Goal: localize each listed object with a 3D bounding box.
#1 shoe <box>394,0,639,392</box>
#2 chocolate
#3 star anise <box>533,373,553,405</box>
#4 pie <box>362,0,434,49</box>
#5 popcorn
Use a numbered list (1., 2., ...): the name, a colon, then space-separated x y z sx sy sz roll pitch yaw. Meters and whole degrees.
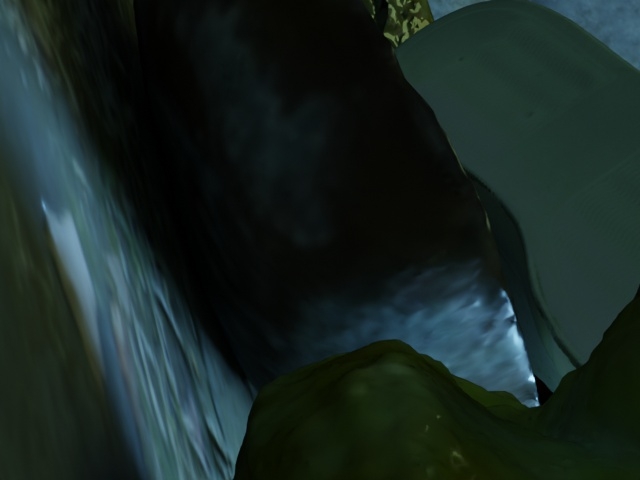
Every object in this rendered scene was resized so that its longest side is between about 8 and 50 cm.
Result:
1. shoe: 0.105 0.018 0.625 0.110 0.095 0.265 64 -5 -38
2. chocolate: -0.002 -0.001 0.627 0.157 0.080 0.254 62 -2 24
3. star anise: 0.098 0.123 0.831 0.237 0.148 0.346 18 -49 57
4. pie: 0.033 -0.168 1.373 0.308 0.085 0.308 -14 90 -85
5. popcorn: 0.059 0.096 0.437 0.198 0.212 0.198 35 12 -8
